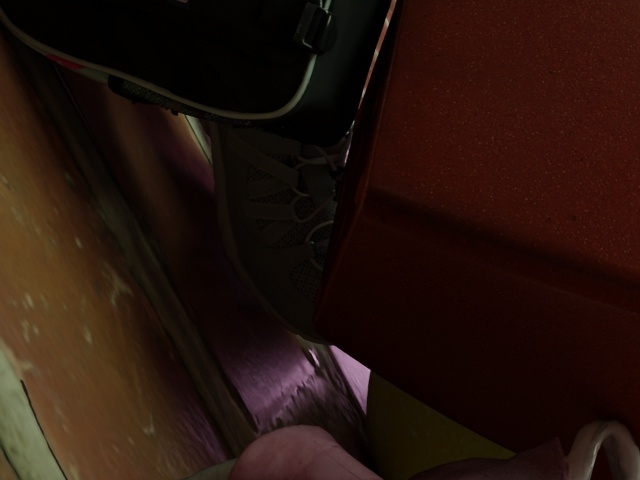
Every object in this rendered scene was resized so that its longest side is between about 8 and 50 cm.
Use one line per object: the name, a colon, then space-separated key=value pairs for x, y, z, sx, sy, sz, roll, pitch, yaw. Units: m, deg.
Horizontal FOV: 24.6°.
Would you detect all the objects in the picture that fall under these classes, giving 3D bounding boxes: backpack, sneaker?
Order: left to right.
backpack: x=-0.073 y=-0.189 z=0.916 sx=0.191 sy=0.253 sz=0.225 roll=9 pitch=97 yaw=-73
sneaker: x=-0.018 y=-0.052 z=1.055 sx=0.105 sy=0.115 sz=0.281 roll=-29 pitch=103 yaw=-34

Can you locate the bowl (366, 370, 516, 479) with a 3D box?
bowl: x=0.124 y=0.083 z=1.136 sx=0.156 sy=0.289 sz=0.289 roll=39 pitch=21 yaw=-17

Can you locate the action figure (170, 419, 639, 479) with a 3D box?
action figure: x=0.058 y=0.202 z=0.689 sx=0.370 sy=0.276 sz=0.248 roll=64 pitch=10 yaw=-72

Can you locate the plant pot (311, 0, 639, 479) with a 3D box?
plant pot: x=0.135 y=-0.027 z=0.911 sx=0.267 sy=0.236 sz=0.267 roll=111 pitch=-8 yaw=-61
